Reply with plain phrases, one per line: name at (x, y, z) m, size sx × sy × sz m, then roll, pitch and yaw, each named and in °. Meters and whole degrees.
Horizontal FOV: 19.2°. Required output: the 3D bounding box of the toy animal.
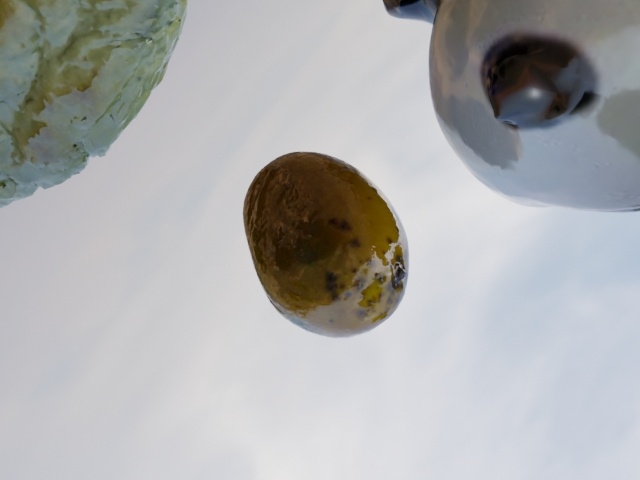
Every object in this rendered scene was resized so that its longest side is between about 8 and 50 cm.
toy animal at (0.143, -0.121, 0.911) m, size 0.212 × 0.212 × 0.266 m, roll -42°, pitch -141°, yaw 20°

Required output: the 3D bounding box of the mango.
mango at (0.000, 0.000, 0.921) m, size 0.079 × 0.057 × 0.114 m, roll -58°, pitch -136°, yaw 14°

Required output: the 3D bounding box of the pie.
pie at (-0.172, -0.149, 0.801) m, size 0.105 × 0.274 × 0.257 m, roll -30°, pitch 153°, yaw -54°
